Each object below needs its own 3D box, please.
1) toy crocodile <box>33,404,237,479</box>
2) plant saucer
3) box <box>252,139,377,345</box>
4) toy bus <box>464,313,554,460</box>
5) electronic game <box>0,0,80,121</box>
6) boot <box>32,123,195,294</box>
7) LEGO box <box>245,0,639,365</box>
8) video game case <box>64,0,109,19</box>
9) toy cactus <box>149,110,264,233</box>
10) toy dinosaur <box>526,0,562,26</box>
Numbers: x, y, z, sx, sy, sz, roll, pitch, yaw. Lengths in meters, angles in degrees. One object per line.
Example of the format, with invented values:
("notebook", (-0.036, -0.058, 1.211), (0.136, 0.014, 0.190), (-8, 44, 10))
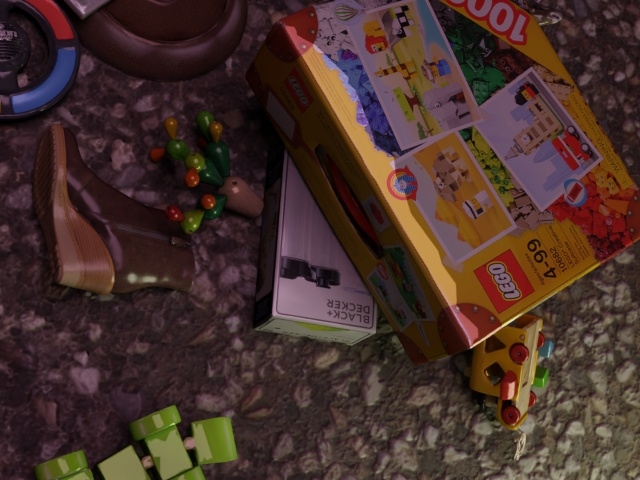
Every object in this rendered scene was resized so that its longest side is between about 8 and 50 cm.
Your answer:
("toy crocodile", (-0.262, 0.305, 1.237), (0.341, 0.105, 0.115), (-22, 83, -24))
("plant saucer", (-0.254, -0.398, 1.496), (0.311, 0.050, 0.310), (8, 69, -21))
("box", (0.000, 0.000, 1.454), (0.169, 0.087, 0.289), (12, 69, -20))
("toy bus", (0.280, 0.205, 1.501), (0.104, 0.191, 0.202), (12, 59, 27))
("electronic game", (-0.455, -0.275, 1.363), (0.229, 0.048, 0.229), (7, 70, -21))
("boot", (-0.288, -0.041, 1.359), (0.207, 0.090, 0.248), (3, 67, -38))
("LEGO box", (0.185, -0.133, 1.401), (0.373, 0.193, 0.500), (-29, 86, -23))
("video game case", (-0.352, -0.420, 1.419), (0.157, 0.019, 0.143), (47, 60, -4))
("toy cactus", (-0.163, -0.082, 1.407), (0.180, 0.112, 0.219), (36, 32, -36))
("toy dinosaur", (0.267, -0.411, 1.715), (0.314, 0.121, 0.160), (22, 53, -12))
